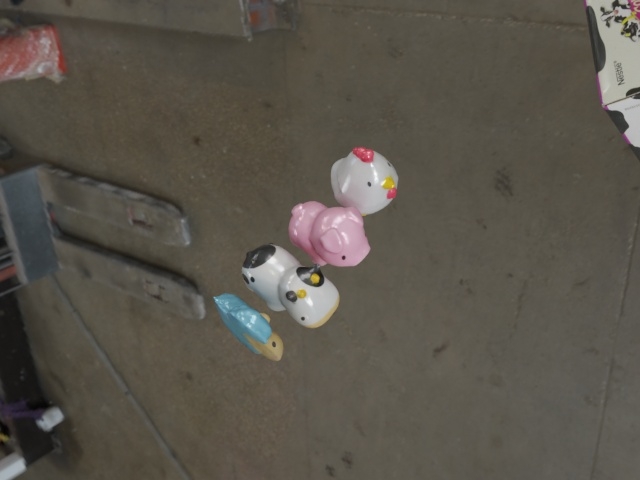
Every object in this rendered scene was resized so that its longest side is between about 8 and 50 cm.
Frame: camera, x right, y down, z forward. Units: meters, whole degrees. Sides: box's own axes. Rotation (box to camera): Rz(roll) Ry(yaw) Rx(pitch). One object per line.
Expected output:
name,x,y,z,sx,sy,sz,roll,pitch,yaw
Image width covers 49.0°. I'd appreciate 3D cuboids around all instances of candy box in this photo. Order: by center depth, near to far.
candy box,0.251,-0.118,0.488,0.071,0.233,0.159,-16,62,34

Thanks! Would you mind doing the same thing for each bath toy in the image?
bath toy,0.000,0.000,0.993,0.151,0.348,0.129,34,159,13
